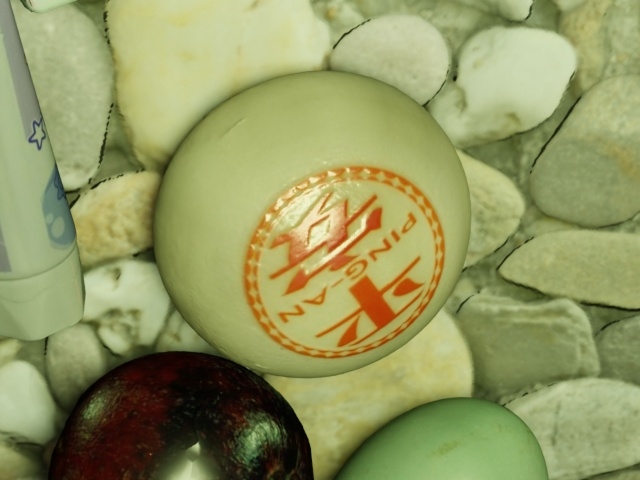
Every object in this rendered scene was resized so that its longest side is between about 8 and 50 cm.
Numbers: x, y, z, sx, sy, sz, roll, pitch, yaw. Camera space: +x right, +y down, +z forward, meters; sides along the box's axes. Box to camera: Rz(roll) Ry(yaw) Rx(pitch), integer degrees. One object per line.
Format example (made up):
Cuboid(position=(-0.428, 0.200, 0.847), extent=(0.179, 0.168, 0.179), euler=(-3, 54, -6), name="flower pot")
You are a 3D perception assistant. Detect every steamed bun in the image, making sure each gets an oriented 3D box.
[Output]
Cuboid(position=(0.000, 0.000, 1.247), extent=(0.232, 0.145, 0.231), euler=(-6, 118, -11), name="steamed bun")

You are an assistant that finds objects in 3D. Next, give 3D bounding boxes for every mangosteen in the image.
Cuboid(position=(-0.111, 0.183, 1.294), extent=(0.216, 0.216, 0.216), euler=(-6, 118, -11), name="mangosteen")

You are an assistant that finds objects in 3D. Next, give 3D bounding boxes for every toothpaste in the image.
Cuboid(position=(-0.230, -0.102, 1.165), extent=(0.080, 0.125, 0.371), euler=(-36, 129, -34), name="toothpaste")

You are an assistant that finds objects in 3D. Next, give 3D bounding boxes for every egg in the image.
Cuboid(position=(0.084, 0.226, 1.372), extent=(0.168, 0.168, 0.231), euler=(26, 104, -24), name="egg")

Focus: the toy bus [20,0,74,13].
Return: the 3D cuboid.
Cuboid(position=(-0.188, -0.238, 1.110), extent=(0.087, 0.089, 0.194), euler=(-23, 119, -2), name="toy bus")
